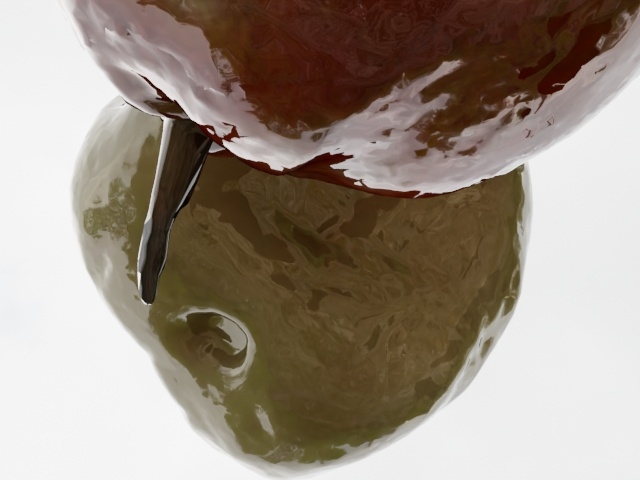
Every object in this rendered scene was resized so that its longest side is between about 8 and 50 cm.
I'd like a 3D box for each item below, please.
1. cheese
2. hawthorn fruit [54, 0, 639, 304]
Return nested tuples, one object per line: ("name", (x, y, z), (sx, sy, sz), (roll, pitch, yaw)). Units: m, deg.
("cheese", (0.000, 0.000, 0.887), (0.235, 0.117, 0.218), (2, -107, -29))
("hawthorn fruit", (0.011, -0.108, 0.700), (0.254, 0.254, 0.300), (23, -91, -15))
